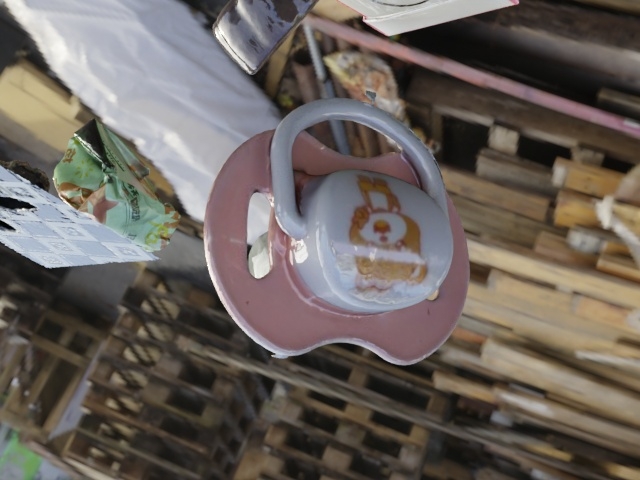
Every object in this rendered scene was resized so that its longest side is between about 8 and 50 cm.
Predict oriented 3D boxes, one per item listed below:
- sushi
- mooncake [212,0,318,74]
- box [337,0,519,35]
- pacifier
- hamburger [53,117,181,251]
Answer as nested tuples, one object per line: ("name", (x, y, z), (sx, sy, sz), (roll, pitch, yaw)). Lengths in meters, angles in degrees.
("sushi", (-0.313, -0.051, 0.976), (0.192, 0.043, 0.279), (-4, 153, 37))
("mooncake", (-0.110, -0.536, 2.250), (0.154, 0.306, 0.306), (44, 156, -7))
("box", (0.157, -0.578, 1.719), (0.314, 0.312, 0.300), (-3, 164, 45))
("pacifier", (0.016, 0.011, 1.038), (0.332, 0.220, 0.273), (8, 129, -32))
("hamburger", (-0.334, -0.086, 1.579), (0.235, 0.125, 0.214), (44, 177, 37))
